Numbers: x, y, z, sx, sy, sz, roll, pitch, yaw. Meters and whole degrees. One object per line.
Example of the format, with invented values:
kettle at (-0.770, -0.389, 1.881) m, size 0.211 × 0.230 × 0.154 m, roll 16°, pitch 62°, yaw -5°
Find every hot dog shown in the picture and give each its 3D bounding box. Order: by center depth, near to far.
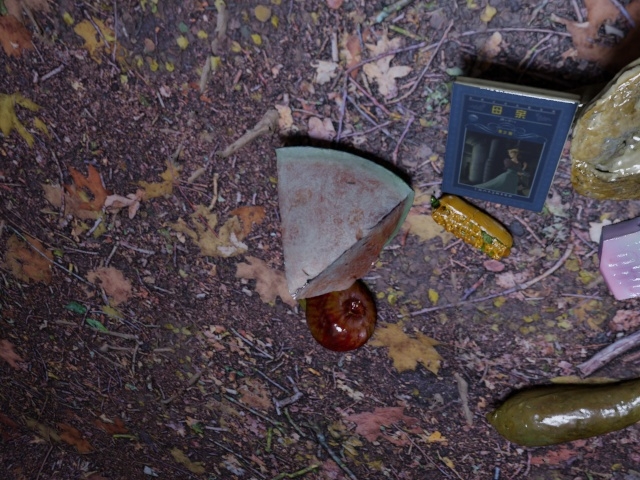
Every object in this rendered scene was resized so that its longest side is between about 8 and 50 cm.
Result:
hot dog at (0.293, -0.027, 1.133) m, size 0.188 × 0.055 × 0.072 m, roll 31°, pitch 133°, yaw -1°

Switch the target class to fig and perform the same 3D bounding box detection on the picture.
fig at (0.033, 0.180, 1.352) m, size 0.175 × 0.175 × 0.207 m, roll 38°, pitch 146°, yaw -6°

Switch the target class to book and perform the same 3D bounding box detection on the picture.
book at (0.311, -0.156, 0.994) m, size 0.191 × 0.025 × 0.269 m, roll 14°, pitch 148°, yaw 15°

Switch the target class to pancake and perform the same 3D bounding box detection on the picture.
pancake at (0.542, -0.169, 0.811) m, size 0.387 × 0.082 × 0.387 m, roll -2°, pitch 147°, yaw -1°

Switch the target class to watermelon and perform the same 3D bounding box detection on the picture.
watermelon at (-0.011, -0.029, 1.159) m, size 0.250 × 0.293 × 0.283 m, roll 42°, pitch 139°, yaw 31°

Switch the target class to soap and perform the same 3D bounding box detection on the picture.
soap at (0.564, 0.039, 1.060) m, size 0.100 × 0.056 × 0.149 m, roll -18°, pitch 115°, yaw 37°

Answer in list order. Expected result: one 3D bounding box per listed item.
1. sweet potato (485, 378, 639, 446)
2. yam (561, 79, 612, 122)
sweet potato at (0.572, 0.369, 1.268) m, size 0.423 × 0.130 × 0.130 m, roll -23°, pitch 113°, yaw 29°
yam at (0.434, -0.220, 0.908) m, size 0.274 × 0.061 × 0.061 m, roll -6°, pitch 122°, yaw 33°
